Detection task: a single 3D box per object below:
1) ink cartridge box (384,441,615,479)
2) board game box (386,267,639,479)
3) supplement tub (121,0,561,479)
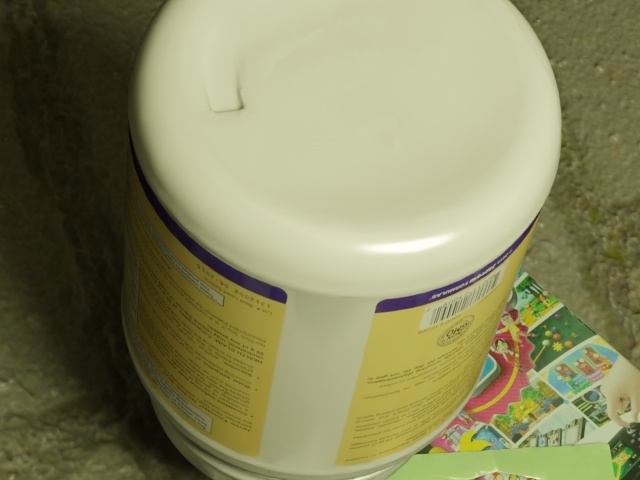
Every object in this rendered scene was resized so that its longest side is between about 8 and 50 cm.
[{"bbox_3d":[0.133,0.235,1.191,0.171,0.056,0.235,-2,64,-10],"label":"ink cartridge box"},{"bbox_3d":[0.092,0.131,1.326,0.303,0.097,0.224,42,62,15],"label":"board game box"},{"bbox_3d":[0.000,0.000,1.133,0.241,0.331,0.241,3,58,-5],"label":"supplement tub"}]
